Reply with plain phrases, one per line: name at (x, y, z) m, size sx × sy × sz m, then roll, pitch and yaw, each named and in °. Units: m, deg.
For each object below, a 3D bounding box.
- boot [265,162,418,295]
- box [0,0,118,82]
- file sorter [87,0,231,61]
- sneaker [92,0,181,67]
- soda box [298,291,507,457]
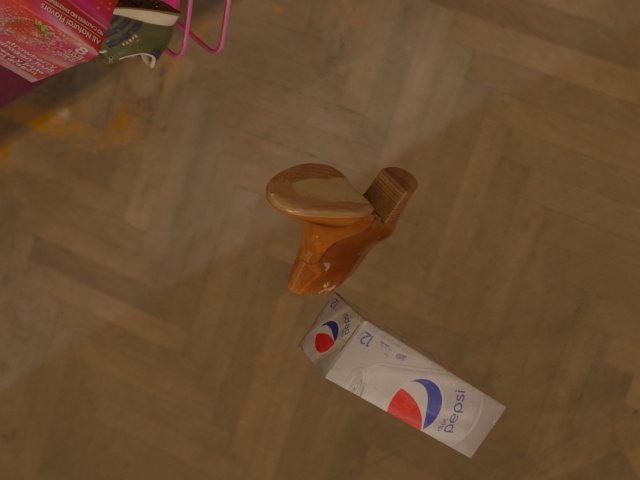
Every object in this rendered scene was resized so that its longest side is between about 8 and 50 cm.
boot at (0.000, -0.001, 1.324) m, size 0.104 × 0.295 × 0.211 m, roll 50°, pitch 125°, yaw 25°
box at (-0.290, -0.250, 0.760) m, size 0.123 × 0.257 × 0.128 m, roll -5°, pitch 63°, yaw 45°
file sorter at (-0.281, -0.358, 1.306) m, size 0.182 × 0.291 × 0.202 m, roll 44°, pitch 133°, yaw 40°
sneaker at (-0.253, -0.242, 1.105) m, size 0.064 × 0.192 × 0.086 m, roll 42°, pitch 120°, yaw 36°
soda box at (0.113, 0.184, 1.276) m, size 0.091 × 0.286 × 0.098 m, roll -55°, pitch 31°, yaw 2°
